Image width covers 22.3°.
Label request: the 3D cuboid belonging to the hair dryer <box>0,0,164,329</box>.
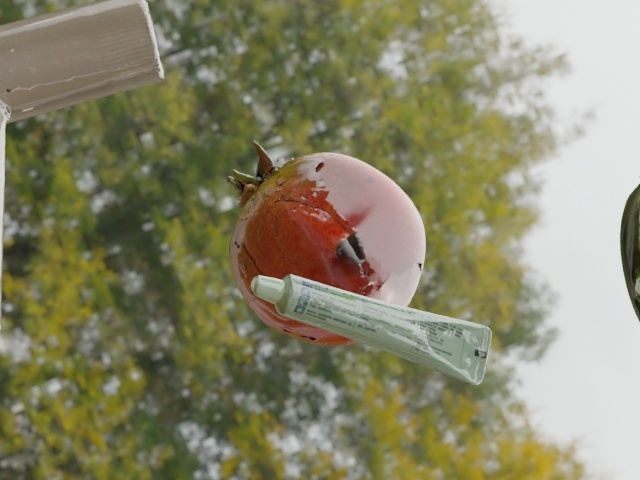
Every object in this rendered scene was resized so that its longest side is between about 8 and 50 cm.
[{"bbox_3d":[-0.158,-0.021,0.830,0.054,0.195,0.220,82,-11,-56],"label":"hair dryer"}]

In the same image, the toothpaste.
[{"bbox_3d":[0.039,0.061,1.205,0.029,0.197,0.048,-27,-132,63],"label":"toothpaste"}]

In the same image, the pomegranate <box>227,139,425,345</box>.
[{"bbox_3d":[0.000,0.000,1.720,0.235,0.210,0.210,50,-21,22],"label":"pomegranate"}]

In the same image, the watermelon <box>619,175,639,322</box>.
[{"bbox_3d":[0.327,0.063,1.205,0.129,0.301,0.123,-52,-166,27],"label":"watermelon"}]
